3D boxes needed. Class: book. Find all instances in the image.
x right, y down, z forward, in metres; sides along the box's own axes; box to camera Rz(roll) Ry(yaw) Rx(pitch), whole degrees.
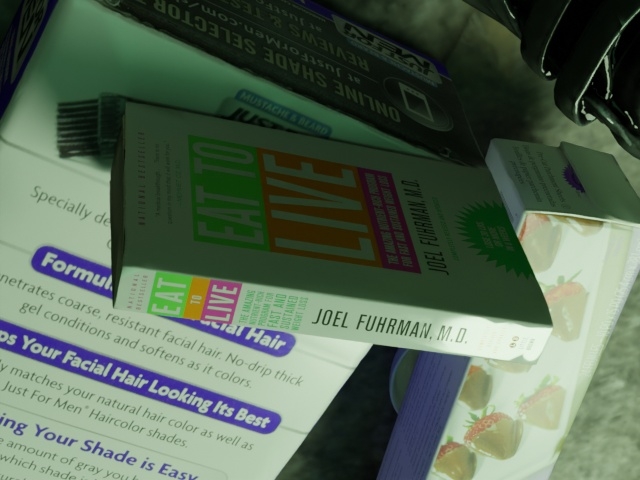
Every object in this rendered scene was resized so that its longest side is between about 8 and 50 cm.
[{"bbox_3d":[0.000,0.000,0.465,0.144,0.096,0.035,8,122,-15],"label":"book"}]

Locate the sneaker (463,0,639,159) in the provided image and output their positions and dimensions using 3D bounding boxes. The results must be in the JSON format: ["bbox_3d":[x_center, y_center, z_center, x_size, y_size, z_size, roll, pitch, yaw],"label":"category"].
[{"bbox_3d":[0.069,-0.121,0.487,0.296,0.147,0.104,19,122,-18],"label":"sneaker"}]

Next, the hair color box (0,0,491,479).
[{"bbox_3d":[-0.097,0.040,0.601,0.185,0.110,0.338,23,120,-22],"label":"hair color box"}]

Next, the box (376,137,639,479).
[{"bbox_3d":[0.075,0.102,0.659,0.063,0.067,0.324,7,123,-12],"label":"box"}]

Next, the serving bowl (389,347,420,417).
[{"bbox_3d":[0.075,0.065,0.690,0.083,0.027,0.083,-4,125,-5],"label":"serving bowl"}]
